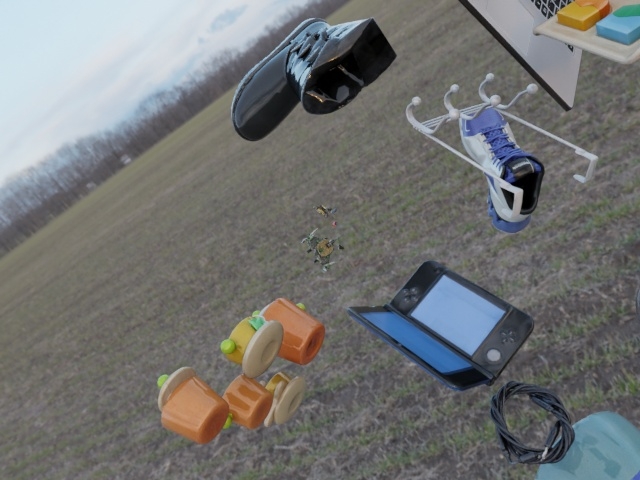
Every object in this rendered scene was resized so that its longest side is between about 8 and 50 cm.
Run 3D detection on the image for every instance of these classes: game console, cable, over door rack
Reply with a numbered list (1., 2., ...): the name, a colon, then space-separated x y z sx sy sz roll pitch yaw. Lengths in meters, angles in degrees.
1. game console: 0.251 0.159 1.154 0.293 0.173 0.250 33 75 35
2. cable: 0.432 0.366 1.144 0.150 0.047 0.184 -22 42 18
3. over door rack: 0.362 -0.216 1.097 0.239 0.108 0.324 -22 56 -25

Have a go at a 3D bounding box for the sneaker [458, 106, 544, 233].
1. sneaker: 0.437 -0.184 1.283 0.127 0.315 0.182 -15 -11 -2

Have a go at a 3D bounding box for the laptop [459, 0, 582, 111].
1. laptop: 0.420 -0.497 0.861 0.236 0.382 0.408 -8 59 53

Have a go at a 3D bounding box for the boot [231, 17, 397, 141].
1. boot: -0.046 -0.337 1.247 0.367 0.146 0.445 -52 28 10

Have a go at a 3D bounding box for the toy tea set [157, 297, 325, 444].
1. toy tea set: -0.118 0.182 0.830 0.336 0.124 0.200 19 -86 -65

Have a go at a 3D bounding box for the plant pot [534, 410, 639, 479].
1. plant pot: 0.621 0.536 1.150 0.290 0.290 0.195 -39 29 -7

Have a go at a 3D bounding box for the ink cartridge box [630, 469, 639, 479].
1. ink cartridge box: 0.451 0.477 0.803 0.223 0.045 0.224 -94 24 -62

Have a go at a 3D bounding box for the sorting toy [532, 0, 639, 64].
1. sorting toy: 0.419 -0.317 0.735 0.193 0.038 0.208 -33 34 1

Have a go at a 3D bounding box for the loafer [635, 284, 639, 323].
1. loafer: 0.576 0.009 0.695 0.366 0.134 0.130 -45 27 -2

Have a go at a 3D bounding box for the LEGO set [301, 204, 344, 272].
1. LEGO set: 0.002 0.000 0.663 0.023 0.054 0.083 -27 40 56
